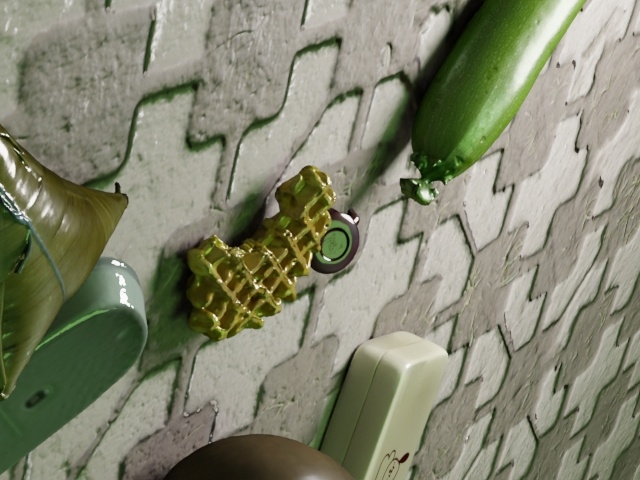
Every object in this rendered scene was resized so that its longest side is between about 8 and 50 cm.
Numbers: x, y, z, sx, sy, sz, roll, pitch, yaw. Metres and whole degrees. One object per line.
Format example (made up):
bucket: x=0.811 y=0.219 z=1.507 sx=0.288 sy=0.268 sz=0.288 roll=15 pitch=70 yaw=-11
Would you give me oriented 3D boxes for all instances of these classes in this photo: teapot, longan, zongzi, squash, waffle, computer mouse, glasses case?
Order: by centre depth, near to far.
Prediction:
zongzi: x=-0.213 y=-0.041 z=1.303 sx=0.256 sy=0.115 sz=0.228 roll=-49 pitch=147 yaw=-42
computer mouse: x=-0.235 y=0.101 z=1.435 sx=0.231 sy=0.079 sz=0.128 roll=-39 pitch=146 yaw=-14
waffle: x=-0.061 y=0.013 z=1.712 sx=0.194 sy=0.051 sz=0.149 roll=-28 pitch=136 yaw=-44
longan: x=-0.058 y=0.314 z=1.781 sx=0.258 sy=0.258 sz=0.258 roll=-44 pitch=149 yaw=-36
teapot: x=0.000 y=0.000 z=1.827 sx=0.100 sy=0.045 sz=0.068 roll=-36 pitch=123 yaw=-16
squash: x=0.194 y=-0.200 z=1.952 sx=0.379 sy=0.101 sz=0.101 roll=-56 pitch=154 yaw=-14
glasses case: x=0.053 y=0.264 z=2.146 sx=0.131 sy=0.070 sz=0.313 roll=-10 pitch=122 yaw=-60
